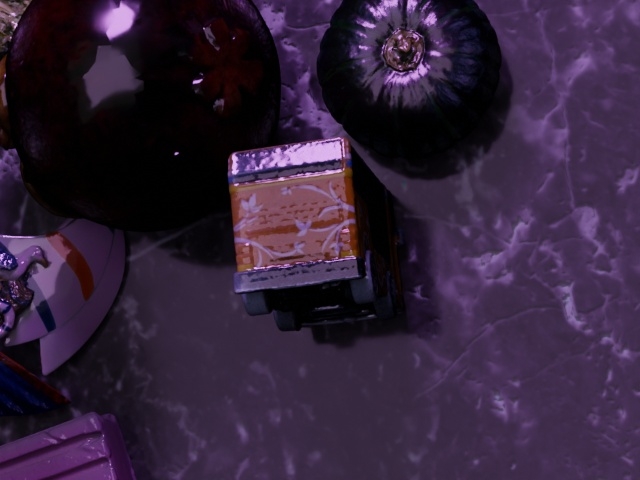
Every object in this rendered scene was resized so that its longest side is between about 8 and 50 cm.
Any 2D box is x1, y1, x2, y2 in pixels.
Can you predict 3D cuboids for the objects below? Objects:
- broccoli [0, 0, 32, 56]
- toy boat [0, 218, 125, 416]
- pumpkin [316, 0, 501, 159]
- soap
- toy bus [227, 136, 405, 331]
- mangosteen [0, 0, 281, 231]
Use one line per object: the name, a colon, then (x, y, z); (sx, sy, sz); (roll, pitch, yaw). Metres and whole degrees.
broccoli: (-0.440, -0.330, 1.777); (0.221, 0.361, 0.252); (47, 126, 30)
toy boat: (-0.305, 0.074, 1.837); (0.318, 0.072, 0.219); (-23, 92, -13)
pumpkin: (0.093, -0.186, 1.752); (0.202, 0.140, 0.202); (-1, 84, 10)
soap: (-0.308, 0.275, 1.808); (0.203, 0.065, 0.122); (-19, 79, 8)
toy bus: (0.000, 0.000, 1.677); (0.138, 0.275, 0.167); (-8, 78, 11)
mangosteen: (-0.210, -0.154, 1.744); (0.347, 0.307, 0.307); (-8, 79, 42)
